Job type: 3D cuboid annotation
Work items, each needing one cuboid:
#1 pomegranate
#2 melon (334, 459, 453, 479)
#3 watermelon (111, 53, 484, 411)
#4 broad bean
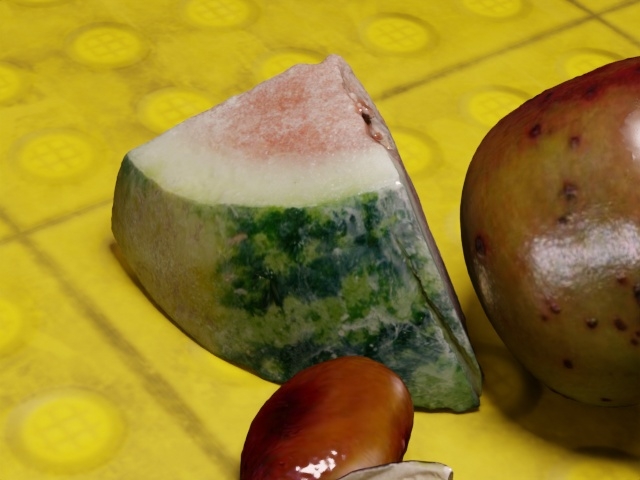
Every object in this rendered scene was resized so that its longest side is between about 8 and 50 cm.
[{"bbox_3d":[0.259,0.023,1.048,0.291,0.291,0.323,-29,91,-35],"label":"pomegranate"},{"bbox_3d":[0.028,0.210,0.887,0.139,0.202,0.093,29,40,-46],"label":"melon"},{"bbox_3d":[0.000,0.000,1.126,0.310,0.193,0.232,18,59,34],"label":"watermelon"},{"bbox_3d":[0.003,0.138,0.982,0.114,0.084,0.165,2,35,10],"label":"broad bean"}]
